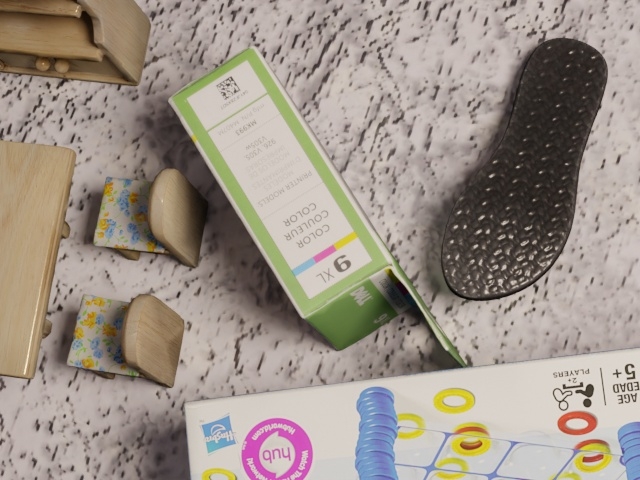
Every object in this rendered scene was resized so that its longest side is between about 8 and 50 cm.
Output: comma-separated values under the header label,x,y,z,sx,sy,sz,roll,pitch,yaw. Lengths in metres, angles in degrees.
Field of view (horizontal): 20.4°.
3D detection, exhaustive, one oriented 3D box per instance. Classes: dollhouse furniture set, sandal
label,x,y,z,sx,sy,sz,roll,pitch,yaw
dollhouse furniture set,-0.187,-0.046,1.036,0.212,0.161,0.242,6,78,12
sandal,0.124,-0.037,1.044,0.067,0.040,0.179,21,67,10

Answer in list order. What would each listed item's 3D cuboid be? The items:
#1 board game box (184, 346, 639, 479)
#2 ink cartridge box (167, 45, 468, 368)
label,x,y,z,sx,sy,sz,roll,pitch,yaw
board game box,0.095,0.219,0.944,0.308,0.086,0.301,-8,79,9
ink cartridge box,0.000,0.000,1.017,0.062,0.109,0.209,-33,73,2
